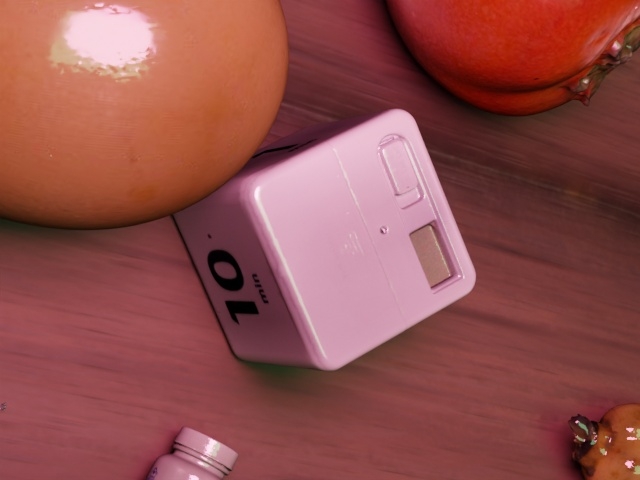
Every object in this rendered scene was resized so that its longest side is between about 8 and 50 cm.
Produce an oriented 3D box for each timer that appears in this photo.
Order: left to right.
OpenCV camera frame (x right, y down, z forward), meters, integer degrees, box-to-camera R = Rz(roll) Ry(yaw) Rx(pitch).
[{"bbox_3d":[0.000,0.000,1.330,0.194,0.195,0.192,-28,101,-26],"label":"timer"}]

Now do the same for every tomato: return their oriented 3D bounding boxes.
[{"bbox_3d":[0.209,-0.294,1.404,0.322,0.321,0.321,1,88,-28],"label":"tomato"}]

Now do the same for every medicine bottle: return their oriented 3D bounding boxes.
[{"bbox_3d":[-0.136,0.253,1.315,0.079,0.079,0.140,33,74,-23],"label":"medicine bottle"}]

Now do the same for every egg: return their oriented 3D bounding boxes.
[{"bbox_3d":[-0.212,-0.160,1.165,0.374,0.301,0.301,5,86,-19],"label":"egg"}]

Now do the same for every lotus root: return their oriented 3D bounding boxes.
[{"bbox_3d":[0.358,0.247,1.555,0.221,0.118,0.125,15,49,-24],"label":"lotus root"}]

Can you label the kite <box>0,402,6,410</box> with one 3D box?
[{"bbox_3d":[-0.341,0.174,1.193,0.153,0.137,0.005,-19,122,14],"label":"kite"}]
